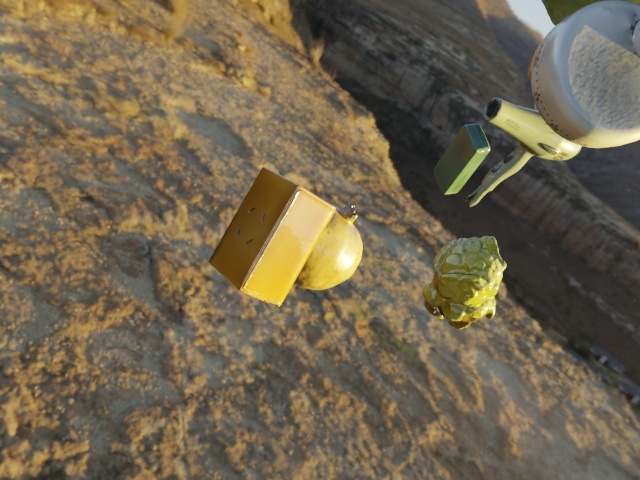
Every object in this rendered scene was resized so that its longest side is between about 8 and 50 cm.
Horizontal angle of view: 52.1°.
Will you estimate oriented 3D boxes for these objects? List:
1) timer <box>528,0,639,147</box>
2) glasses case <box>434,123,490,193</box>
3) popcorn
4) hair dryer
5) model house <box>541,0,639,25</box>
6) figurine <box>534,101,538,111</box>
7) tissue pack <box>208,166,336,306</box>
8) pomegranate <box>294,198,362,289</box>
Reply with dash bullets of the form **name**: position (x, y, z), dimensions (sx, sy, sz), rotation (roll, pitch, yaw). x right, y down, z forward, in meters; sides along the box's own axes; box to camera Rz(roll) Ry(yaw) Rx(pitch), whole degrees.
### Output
- **timer**: position (0.466, -0.268, 1.039), dimensions (0.233, 0.233, 0.240), rotation (30, -5, -8)
- **glasses case**: position (0.323, -0.185, 1.511), dimensions (0.039, 0.184, 0.078), rotation (-7, 64, -19)
- **popcorn**: position (0.383, 0.103, 1.712), dimensions (0.195, 0.255, 0.256), rotation (22, -4, 11)
- **hair dryer**: position (0.344, -0.175, 1.261), dimensions (0.229, 0.267, 0.092), rotation (32, 37, -42)
- **model house**: position (0.497, -0.507, 1.129), dimensions (0.214, 0.189, 0.195), rotation (-9, -45, 48)
- **figurine**: position (0.609, -0.344, 1.594), dimensions (0.129, 0.178, 0.109), rotation (36, 32, -37)
- **tissue pack**: position (-0.114, -0.009, 1.565), dimensions (0.145, 0.275, 0.194), rotation (28, 3, -34)
- **pomegranate**: position (0.000, 0.000, 2.244), dimensions (0.342, 0.342, 0.342), rotation (29, 19, -11)
